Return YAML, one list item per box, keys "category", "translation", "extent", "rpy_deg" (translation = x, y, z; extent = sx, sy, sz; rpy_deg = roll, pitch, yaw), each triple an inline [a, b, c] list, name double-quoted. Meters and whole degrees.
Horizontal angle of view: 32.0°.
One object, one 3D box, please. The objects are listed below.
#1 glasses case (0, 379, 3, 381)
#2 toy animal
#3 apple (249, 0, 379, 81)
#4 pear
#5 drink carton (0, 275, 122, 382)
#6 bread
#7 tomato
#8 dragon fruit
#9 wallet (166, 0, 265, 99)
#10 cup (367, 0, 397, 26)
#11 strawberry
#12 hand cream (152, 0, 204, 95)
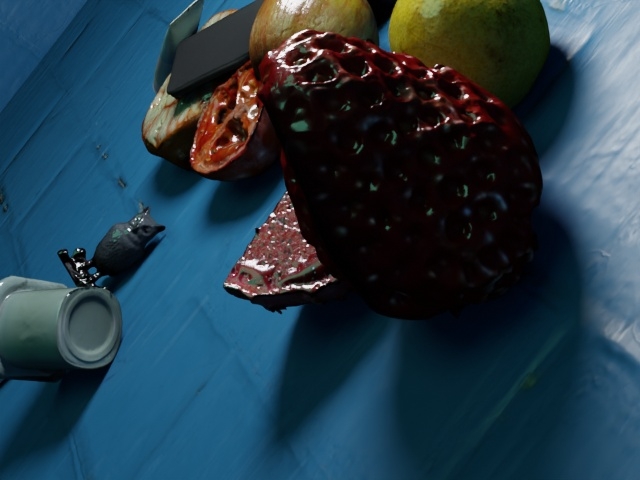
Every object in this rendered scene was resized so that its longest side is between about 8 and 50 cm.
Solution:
- category: "glasses case"
  translation: [-0.641, 0.237, 2.273]
  extent: [0.197, 0.049, 0.076]
  rpy_deg: [-42, 29, 20]
- category: "toy animal"
  translation: [-0.375, 0.029, 2.106]
  extent: [0.210, 0.121, 0.117]
  rpy_deg: [-33, -15, 3]
- category: "apple"
  translation: [-0.009, -0.317, 1.780]
  extent: [0.211, 0.211, 0.188]
  rpy_deg: [-2, 62, 56]
- category: "pear"
  translation: [0.185, -0.264, 1.442]
  extent: [0.209, 0.209, 0.209]
  rpy_deg: [-37, 32, 28]
- category: "drink carton"
  translation: [-0.463, 0.159, 1.951]
  extent: [0.190, 0.191, 0.185]
  rpy_deg: [1, 80, 40]
- category: "bread"
  translation: [-0.207, -0.291, 2.155]
  extent: [0.327, 0.114, 0.295]
  rpy_deg: [-58, 30, -10]
- category: "tomato"
  translation: [-0.120, -0.193, 1.913]
  extent: [0.228, 0.101, 0.228]
  rpy_deg: [-33, 45, 40]
- category: "dragon fruit"
  translation: [0.000, 0.000, 1.491]
  extent: [0.261, 0.163, 0.189]
  rpy_deg: [-59, 0, -18]
- category: "wallet"
  translation: [-0.184, -0.344, 2.027]
  extent: [0.250, 0.044, 0.149]
  rpy_deg: [-21, 46, 35]
- category: "cup"
  translation: [0.027, -0.466, 1.930]
  extent: [0.166, 0.177, 0.239]
  rpy_deg: [-56, 28, -4]
- category: "strawberry"
  translation: [0.078, -0.100, 1.248]
  extent: [0.295, 0.345, 0.317]
  rpy_deg: [-18, 37, 30]
- category: "hand cream"
  translation: [-0.301, -0.395, 2.311]
  extent: [0.111, 0.070, 0.312]
  rpy_deg: [-47, -6, -28]
